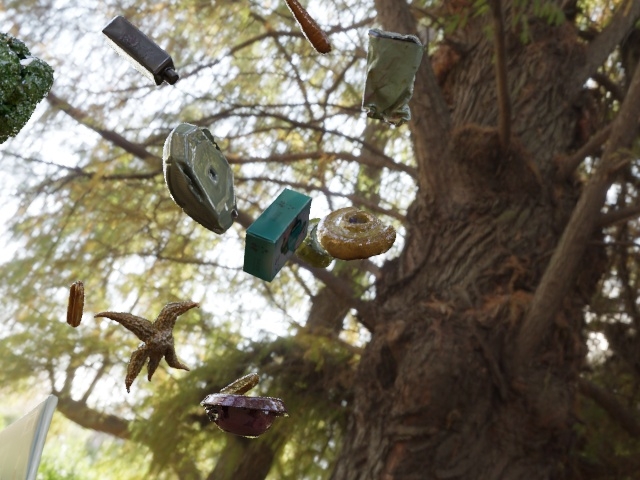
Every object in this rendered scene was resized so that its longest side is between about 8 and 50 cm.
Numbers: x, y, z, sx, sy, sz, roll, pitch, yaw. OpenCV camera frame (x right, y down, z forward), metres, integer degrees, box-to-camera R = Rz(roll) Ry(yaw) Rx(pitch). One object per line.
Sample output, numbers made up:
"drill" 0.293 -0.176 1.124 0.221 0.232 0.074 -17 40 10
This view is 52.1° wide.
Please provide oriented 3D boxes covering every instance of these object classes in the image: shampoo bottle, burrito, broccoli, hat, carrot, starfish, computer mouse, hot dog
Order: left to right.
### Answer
"broccoli" -0.815 -0.367 1.511 0.321 0.413 0.310 -40 -62 17
"hot dog" -0.720 0.188 1.933 0.062 0.144 0.038 23 18 38
"shampoo bottle" -0.505 -0.532 1.868 0.246 0.080 0.079 40 -13 7
"starfish" -0.516 0.330 1.971 0.084 0.301 0.293 44 -46 51
"computer mouse" -0.396 -0.195 2.097 0.145 0.228 0.429 -5 -39 19
"hat" -0.174 0.401 1.494 0.205 0.089 0.205 4 -17 1
"carrot" -0.045 -0.548 1.604 0.216 0.048 0.048 53 -29 -8
"burrito" 0.176 -0.407 1.646 0.144 0.089 0.229 14 -60 14

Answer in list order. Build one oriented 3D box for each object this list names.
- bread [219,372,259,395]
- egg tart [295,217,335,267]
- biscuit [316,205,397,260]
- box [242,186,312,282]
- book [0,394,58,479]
"bread" -0.257 0.494 2.250 0.154 0.136 0.054 -30 -97 22
"egg tart" 0.000 0.000 2.362 0.197 0.197 0.078 34 -28 -15
"biscuit" 0.103 -0.025 2.153 0.274 0.213 0.091 28 -44 38
"box" -0.118 -0.018 1.827 0.092 0.245 0.153 21 -48 13
"book" -0.736 0.533 1.452 0.379 0.264 0.031 -35 -57 20
